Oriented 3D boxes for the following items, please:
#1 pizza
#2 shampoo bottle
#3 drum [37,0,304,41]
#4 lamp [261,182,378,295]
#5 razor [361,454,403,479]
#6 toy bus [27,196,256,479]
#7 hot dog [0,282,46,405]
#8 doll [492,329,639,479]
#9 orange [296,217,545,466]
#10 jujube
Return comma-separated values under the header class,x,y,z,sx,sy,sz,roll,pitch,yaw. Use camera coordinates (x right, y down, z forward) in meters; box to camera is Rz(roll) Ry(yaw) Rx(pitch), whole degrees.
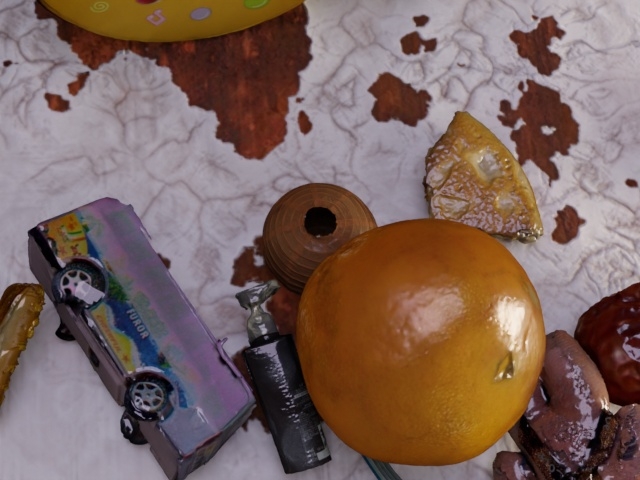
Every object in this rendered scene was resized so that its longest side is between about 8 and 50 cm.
class,x,y,z,sx,sy,sz,roll,pitch,yaw
pizza,0.182,-0.051,1.387,0.161,0.062,0.182,-39,81,-24
shampoo bottle,-0.043,0.148,1.257,0.063,0.057,0.208,-19,88,3
drum,-0.160,-0.424,1.315,0.431,0.431,0.214,-12,70,-9
lamp,0.000,0.000,1.312,0.136,0.136,0.136,1,69,-4
razor,0.042,0.205,1.282,0.068,0.037,0.191,-18,69,-33
toy bus,-0.199,0.106,1.272,0.138,0.112,0.317,-30,74,-25
hot dog,-0.347,0.119,1.253,0.045,0.071,0.165,25,88,-18
doll,0.258,0.243,1.206,0.201,0.156,0.303,-30,70,27
orange,0.106,0.104,1.186,0.261,0.261,0.261,1,69,-4
jujube,0.405,0.107,1.292,0.230,0.155,0.155,-16,71,-4
